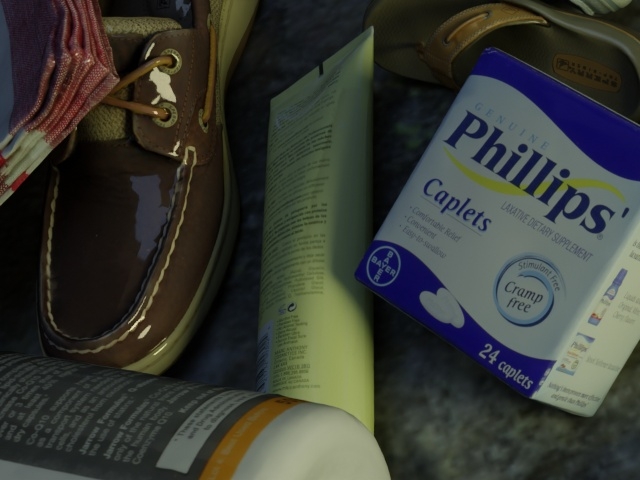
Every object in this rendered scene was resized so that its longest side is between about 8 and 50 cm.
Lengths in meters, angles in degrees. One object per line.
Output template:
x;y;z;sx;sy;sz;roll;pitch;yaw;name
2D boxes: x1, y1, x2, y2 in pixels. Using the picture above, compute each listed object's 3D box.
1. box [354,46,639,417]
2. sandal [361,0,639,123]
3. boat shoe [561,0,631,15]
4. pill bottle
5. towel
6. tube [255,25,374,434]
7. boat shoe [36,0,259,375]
0.107;-0.005;0.870;0.126;0.072;0.137;34;98;35;box
0.096;-0.098;0.951;0.180;0.072;0.049;20;42;28;sandal
0.081;-0.169;1.012;0.227;0.079;0.081;38;97;37;boat shoe
-0.117;0.139;0.851;0.278;0.162;0.162;7;64;28;pill bottle
-0.250;-0.068;1.033;0.329;0.037;0.237;-43;42;23;towel
0.000;0.000;0.948;0.070;0.062;0.240;-5;57;8;tube
-0.112;-0.085;1.009;0.123;0.123;0.342;-2;60;23;boat shoe
